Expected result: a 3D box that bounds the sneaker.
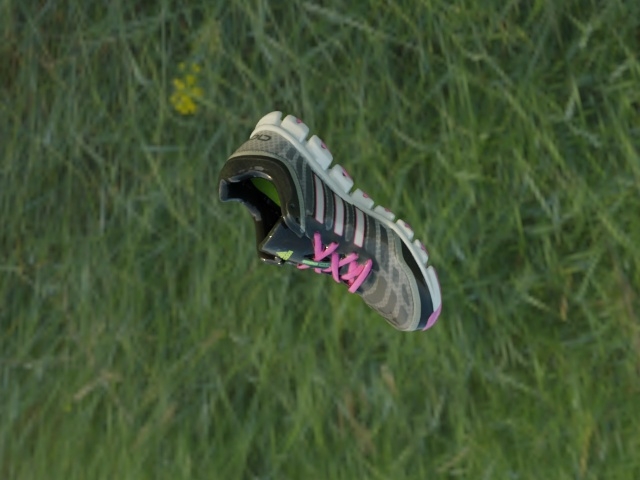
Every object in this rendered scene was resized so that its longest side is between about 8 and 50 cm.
[{"bbox_3d":[0.000,0.000,0.819,0.075,0.170,0.063,-37,170,-35],"label":"sneaker"}]
